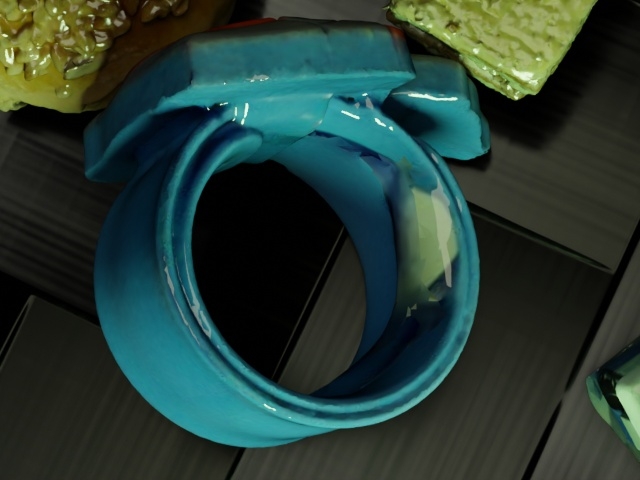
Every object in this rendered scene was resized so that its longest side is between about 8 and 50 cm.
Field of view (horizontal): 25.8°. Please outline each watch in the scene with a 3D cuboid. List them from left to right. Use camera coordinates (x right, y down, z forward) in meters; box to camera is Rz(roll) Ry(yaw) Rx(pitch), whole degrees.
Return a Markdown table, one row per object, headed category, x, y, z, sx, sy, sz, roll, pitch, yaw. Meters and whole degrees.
| category | x | y | z | sx | sy | sz | roll | pitch | yaw |
| --- | --- | --- | --- | --- | --- | --- | --- | --- | --- |
| watch | 0.000 | 0.000 | 0.978 | 0.305 | 0.241 | 0.274 | -2 | 77 | -28 |

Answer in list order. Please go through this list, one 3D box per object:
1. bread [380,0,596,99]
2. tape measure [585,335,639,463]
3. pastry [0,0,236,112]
| category | x | y | z | sx | sy | sz | roll | pitch | yaw |
| --- | --- | --- | --- | --- | --- | --- | --- | --- | --- |
| bread | 0.146 | -0.204 | 1.028 | 0.138 | 0.102 | 0.196 | 31 | 78 | 10 |
| tape measure | 0.353 | 0.133 | 0.952 | 0.259 | 0.138 | 0.262 | -29 | 80 | 2 |
| pastry | -0.185 | -0.253 | 1.033 | 0.285 | 0.184 | 0.315 | 9 | 83 | 8 |
